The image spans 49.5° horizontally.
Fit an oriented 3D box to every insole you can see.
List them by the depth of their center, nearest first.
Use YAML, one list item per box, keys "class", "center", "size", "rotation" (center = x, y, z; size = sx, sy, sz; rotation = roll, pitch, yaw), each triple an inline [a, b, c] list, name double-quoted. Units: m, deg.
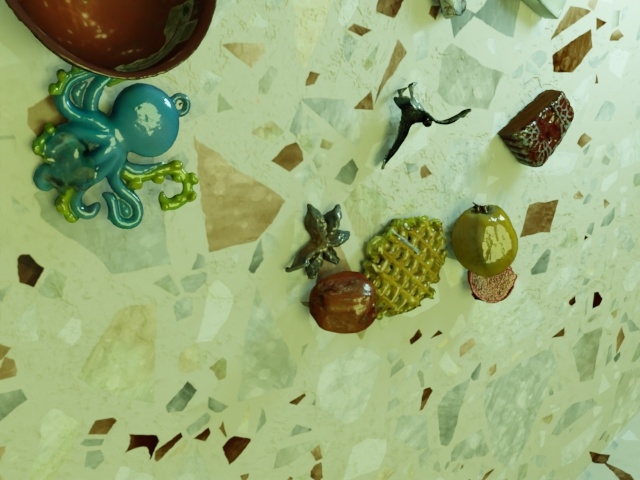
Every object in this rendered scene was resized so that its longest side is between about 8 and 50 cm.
- class: "insole"
  center: [0.447, 0.047, 2.153]
  size: [0.197, 0.004, 0.065]
  rotation: [17, 97, -40]

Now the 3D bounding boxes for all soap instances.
- class: "soap"
  center: [0.623, -0.711, 1.939]
  size: [0.183, 0.064, 0.121]
  rotation: [19, 95, -41]

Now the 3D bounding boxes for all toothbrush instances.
- class: "toothbrush"
  center: [0.229, 0.003, 1.876]
  size: [0.131, 0.013, 0.011]
  rotation: [37, 97, -34]

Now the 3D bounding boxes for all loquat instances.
- class: "loquat"
  center: [0.485, -0.005, 2.049]
  size: [0.187, 0.176, 0.234]
  rotation: [-25, 103, -27]

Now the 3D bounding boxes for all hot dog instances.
- class: "hot dog"
  center: [0.314, -0.647, 1.732]
  size: [0.108, 0.059, 0.191]
  rotation: [-46, 127, -31]

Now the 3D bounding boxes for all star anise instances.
- class: "star anise"
  center: [0.011, 0.006, 1.764]
  size: [0.172, 0.063, 0.208]
  rotation: [14, 99, -42]

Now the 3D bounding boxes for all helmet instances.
- class: "helmet"
  center: [-0.384, -0.438, 1.170]
  size: [0.385, 0.230, 0.337]
  rotation: [38, 74, -23]

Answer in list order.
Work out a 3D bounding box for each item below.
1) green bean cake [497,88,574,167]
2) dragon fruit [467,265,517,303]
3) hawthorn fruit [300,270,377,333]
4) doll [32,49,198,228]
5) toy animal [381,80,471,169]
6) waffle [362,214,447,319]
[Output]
- class: "green bean cake"
  center: [0.659, -0.349, 2.092]
  size: [0.233, 0.097, 0.198]
  rotation: [-53, 130, -7]
- class: "dragon fruit"
  center: [0.530, 0.125, 2.196]
  size: [0.153, 0.111, 0.153]
  rotation: [0, 90, 3]
- class: "hawthorn fruit"
  center: [0.063, 0.166, 1.806]
  size: [0.179, 0.173, 0.173]
  rotation: [-32, 124, -25]
- class: "doll"
  center: [-0.401, -0.192, 1.362]
  size: [0.341, 0.099, 0.346]
  rotation: [-28, 119, -11]
- class: "toy animal"
  center: [0.258, -0.329, 1.782]
  size: [0.160, 0.272, 0.197]
  rotation: [60, 31, -19]
- class: "waffle"
  center: [0.236, 0.073, 1.961]
  size: [0.325, 0.068, 0.302]
  rotation: [-17, 118, -33]
